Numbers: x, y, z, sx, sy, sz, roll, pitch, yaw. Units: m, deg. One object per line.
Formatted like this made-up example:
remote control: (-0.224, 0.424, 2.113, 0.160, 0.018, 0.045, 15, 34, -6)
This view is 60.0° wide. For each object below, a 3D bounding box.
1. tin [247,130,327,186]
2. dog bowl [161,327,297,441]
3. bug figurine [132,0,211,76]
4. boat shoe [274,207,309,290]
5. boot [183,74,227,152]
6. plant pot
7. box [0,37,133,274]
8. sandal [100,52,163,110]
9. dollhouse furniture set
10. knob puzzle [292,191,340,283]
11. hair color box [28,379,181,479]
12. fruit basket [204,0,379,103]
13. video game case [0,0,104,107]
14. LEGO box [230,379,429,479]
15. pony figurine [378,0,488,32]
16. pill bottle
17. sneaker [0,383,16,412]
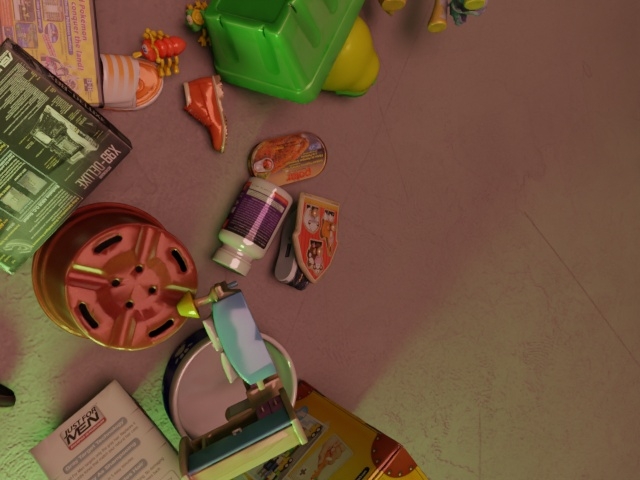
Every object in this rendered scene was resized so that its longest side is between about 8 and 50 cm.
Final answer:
tin: (-0.072, -0.179, 1.237, 0.190, 0.040, 0.106, -18, 97, -27)
dog bowl: (-0.188, 0.308, 1.151, 0.265, 0.104, 0.264, -1, 93, -29)
bug figurine: (-0.298, -0.469, 1.057, 0.216, 0.072, 0.278, -30, 103, -32)
boat shoe: (-0.047, 0.019, 1.253, 0.083, 0.065, 0.183, 38, 62, -50)
boot: (-0.235, -0.255, 1.137, 0.085, 0.059, 0.157, -12, 99, -14)
plant pot: (-0.349, 0.066, 0.967, 0.273, 0.265, 0.272, -1, 93, -28)
box: (-0.507, -0.129, 0.906, 0.307, 0.076, 0.242, -47, 125, 1)
sandal: (-0.416, -0.292, 1.017, 0.266, 0.076, 0.101, -9, 97, -29)
dollhouse furniture set: (-0.188, 0.211, 0.946, 0.198, 0.286, 0.303, -23, 101, -10)
knob puzzle: (0.000, 0.000, 1.236, 0.213, 0.030, 0.213, -10, 102, -60)
hair color box: (-0.313, 0.448, 0.966, 0.185, 0.374, 0.113, -41, 155, -21)
fruit basket: (-0.026, -0.449, 1.164, 0.392, 0.283, 0.392, -53, 155, -38)
video game case: (-0.502, -0.358, 0.913, 0.249, 0.035, 0.274, -6, 98, -24)
LEGO box: (-0.071, 0.566, 1.084, 0.500, 0.373, 0.193, -43, 115, -20)
pony figurine: (0.272, -0.669, 1.267, 0.351, 0.303, 0.363, -2, 74, -4)
pill bottle: (-0.147, -0.027, 1.163, 0.108, 0.108, 0.193, 33, 77, -26)
sneaker: (-0.600, 0.199, 0.940, 0.222, 0.083, 0.118, 39, 74, -24)
